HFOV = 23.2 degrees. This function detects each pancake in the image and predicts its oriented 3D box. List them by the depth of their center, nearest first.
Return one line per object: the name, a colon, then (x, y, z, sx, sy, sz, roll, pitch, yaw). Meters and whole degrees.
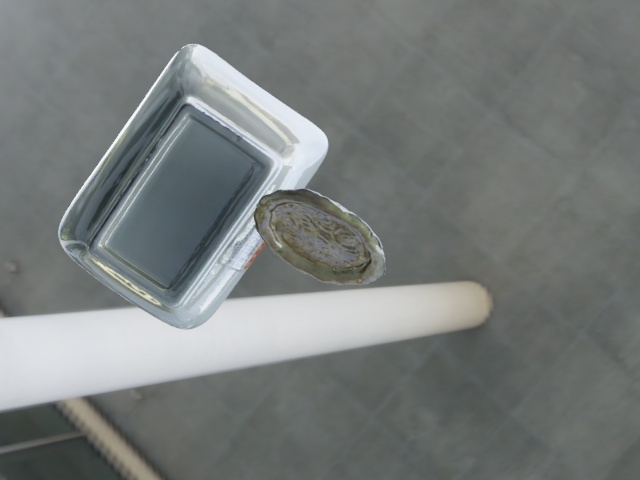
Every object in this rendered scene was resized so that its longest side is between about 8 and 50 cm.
pancake: (0.001, -0.001, 1.165, 0.115, 0.115, 0.011, 12, -122, 23)

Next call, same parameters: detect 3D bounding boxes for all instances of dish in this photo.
dish: (-0.109, -0.034, 1.268, 0.151, 0.077, 0.212, 35, -78, -5)
